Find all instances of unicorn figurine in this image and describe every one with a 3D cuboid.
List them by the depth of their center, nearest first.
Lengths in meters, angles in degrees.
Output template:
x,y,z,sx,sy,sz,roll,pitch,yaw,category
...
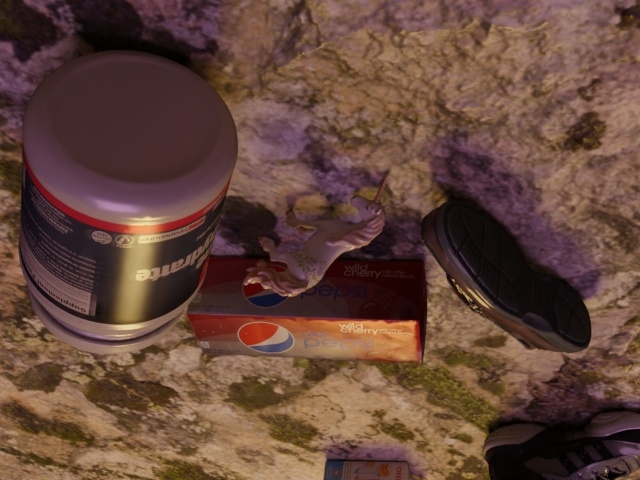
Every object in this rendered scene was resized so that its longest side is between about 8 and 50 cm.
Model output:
x,y,z,sx,sy,sz,roll,pitch,yaw,category
0.000,0.000,1.112,0.111,0.162,0.060,17,157,37,unicorn figurine

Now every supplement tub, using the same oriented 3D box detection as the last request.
x,y,z,sx,sy,sz,roll,pitch,yaw,category
-0.193,-0.029,1.034,0.191,0.191,0.272,14,142,-6,supplement tub

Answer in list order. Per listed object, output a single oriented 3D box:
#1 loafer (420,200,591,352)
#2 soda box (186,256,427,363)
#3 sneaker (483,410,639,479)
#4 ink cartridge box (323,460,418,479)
x,y,z,sx,sy,sz,roll,pitch,yaw,category
0.185,0.055,1.145,0.084,0.096,0.267,-21,135,41,loafer
-0.012,0.078,1.218,0.263,0.084,0.092,1,142,10,soda box
0.342,0.314,1.385,0.268,0.153,0.101,-9,139,22,sneaker
0.080,0.385,1.580,0.143,0.092,0.090,-3,140,13,ink cartridge box
